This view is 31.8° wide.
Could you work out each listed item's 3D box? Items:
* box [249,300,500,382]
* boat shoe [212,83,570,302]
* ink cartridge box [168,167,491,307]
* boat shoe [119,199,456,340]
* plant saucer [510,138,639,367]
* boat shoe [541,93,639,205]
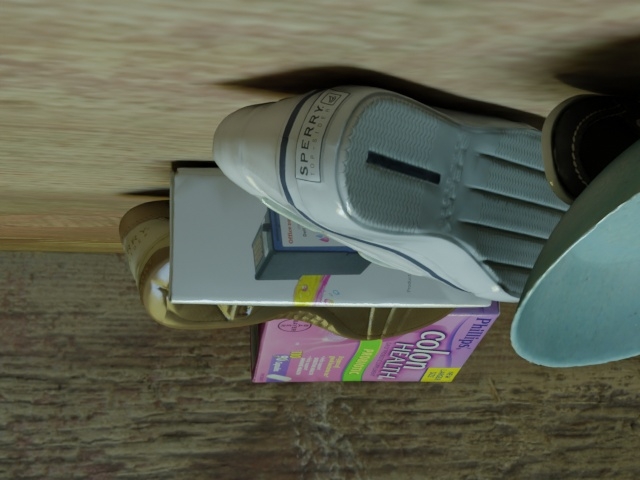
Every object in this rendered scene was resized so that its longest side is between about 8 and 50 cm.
[{"bbox_3d":[0.049,0.069,1.243,0.243,0.117,0.213,0,154,-9],"label":"box"},{"bbox_3d":[0.044,-0.027,0.510,0.076,0.083,0.226,13,174,37],"label":"boat shoe"},{"bbox_3d":[0.000,0.000,0.787,0.212,0.093,0.154,3,178,-7],"label":"ink cartridge box"},{"bbox_3d":[-0.009,0.009,1.004,0.341,0.121,0.110,5,-148,-33],"label":"boat shoe"},{"bbox_3d":[0.154,-0.015,0.424,0.195,0.037,0.195,-18,152,-10],"label":"plant saucer"},{"bbox_3d":[0.133,-0.037,0.456,0.038,0.046,0.125,-2,179,42],"label":"boat shoe"}]
